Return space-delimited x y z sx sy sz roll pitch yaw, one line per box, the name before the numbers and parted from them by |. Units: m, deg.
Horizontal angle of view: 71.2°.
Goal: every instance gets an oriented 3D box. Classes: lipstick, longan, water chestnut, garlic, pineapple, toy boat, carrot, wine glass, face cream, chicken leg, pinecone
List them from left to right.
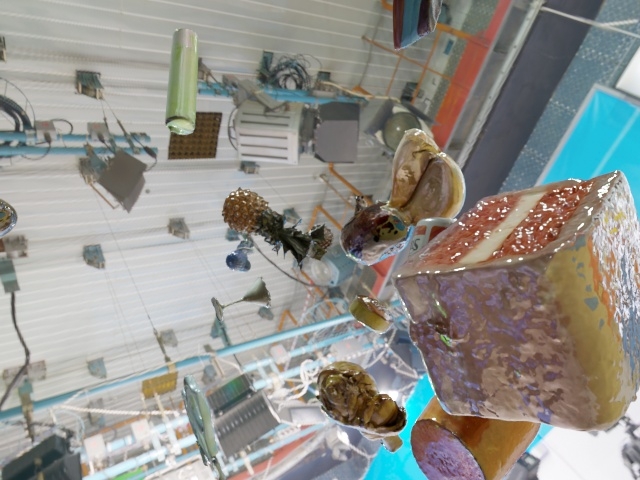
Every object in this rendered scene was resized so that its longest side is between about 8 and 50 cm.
longan | -0.644 -0.042 0.855 0.113 0.092 0.113 -22 -14 -6
lipstick | -0.357 -0.413 1.158 0.076 0.304 0.076 -5 -24 -2
wine glass | -0.275 0.205 1.539 0.183 0.122 0.122 -16 -45 -27
pineapple | -0.108 -0.035 1.057 0.130 0.277 0.119 -60 -28 2
pinecone | 0.004 0.001 1.615 0.102 0.102 0.109 -34 -44 -11
water chestnut | 0.240 -0.068 1.968 0.351 0.302 0.350 -30 -14 -8
chicken leg | 0.168 0.545 1.375 0.182 0.295 0.409 -49 -60 -31
garlic | 0.347 -0.203 1.519 0.250 0.286 0.313 6 -61 -19
toy boat | 0.205 -0.571 0.868 0.136 0.079 0.391 7 -89 -48
face cream | 0.320 0.056 1.120 0.201 0.201 0.187 23 -100 -50
carrot | 0.338 0.349 0.917 0.331 0.193 0.214 -38 -42 -20

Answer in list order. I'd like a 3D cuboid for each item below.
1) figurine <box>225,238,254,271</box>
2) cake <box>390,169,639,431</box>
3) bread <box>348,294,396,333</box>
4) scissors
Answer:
figurine | -0.260 0.042 1.459 0.077 0.136 0.079 -12 -47 19
cake | 0.283 0.065 0.602 0.309 0.237 0.230 -35 -73 -38
bread | 0.169 0.240 1.447 0.086 0.156 0.125 -56 2 6
scissors | -0.209 0.448 0.884 0.029 0.360 0.191 -14 -25 -30
